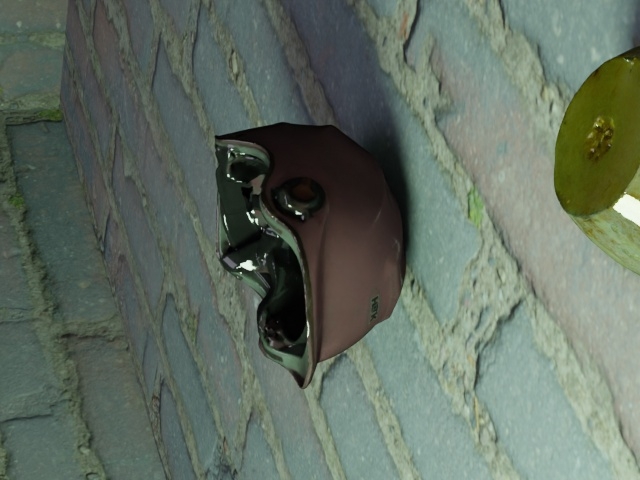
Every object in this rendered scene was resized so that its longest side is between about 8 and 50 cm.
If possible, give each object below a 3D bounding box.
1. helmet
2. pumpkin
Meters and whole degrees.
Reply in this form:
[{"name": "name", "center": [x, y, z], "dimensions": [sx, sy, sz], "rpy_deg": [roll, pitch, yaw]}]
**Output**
[{"name": "helmet", "center": [0.000, 0.000, 1.643], "dimensions": [0.271, 0.197, 0.338], "rpy_deg": [93, 152, -43]}, {"name": "pumpkin", "center": [0.258, -0.058, 1.090], "dimensions": [0.217, 0.110, 0.217], "rpy_deg": [180, 90, -73]}]
